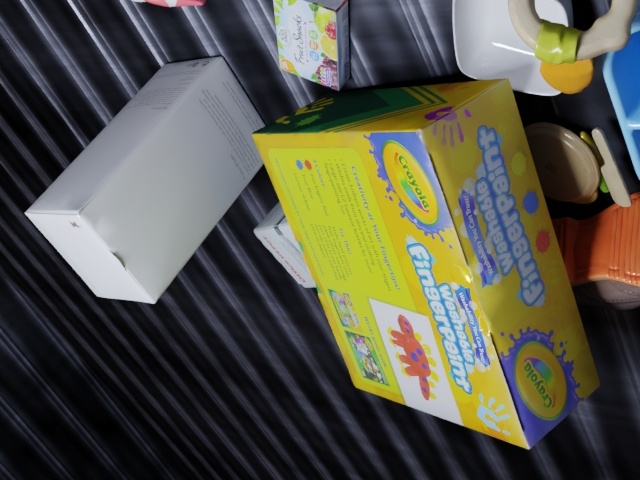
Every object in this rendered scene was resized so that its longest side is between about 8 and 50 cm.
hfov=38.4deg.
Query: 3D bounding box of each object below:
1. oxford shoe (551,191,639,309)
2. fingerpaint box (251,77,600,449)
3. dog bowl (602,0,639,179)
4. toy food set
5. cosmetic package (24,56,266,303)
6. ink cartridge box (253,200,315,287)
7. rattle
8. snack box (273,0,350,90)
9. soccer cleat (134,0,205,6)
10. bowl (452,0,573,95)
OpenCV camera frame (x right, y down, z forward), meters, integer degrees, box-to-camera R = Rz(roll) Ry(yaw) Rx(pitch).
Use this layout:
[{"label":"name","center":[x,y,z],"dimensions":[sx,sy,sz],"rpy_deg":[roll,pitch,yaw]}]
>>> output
[{"label":"oxford shoe","center":[0.419,0.022,1.200],"dimensions":[0.133,0.130,0.363],"rpy_deg":[28,160,-31]},{"label":"fingerpaint box","center":[0.140,0.019,1.257],"dimensions":[0.371,0.163,0.445],"rpy_deg":[8,125,55]},{"label":"dog bowl","center":[0.403,-0.146,0.997],"dimensions":[0.166,0.074,0.297],"rpy_deg":[4,138,42]},{"label":"toy food set","center":[0.312,-0.102,1.198],"dimensions":[0.192,0.038,0.132],"rpy_deg":[4,130,50]},{"label":"cosmetic package","center":[-0.252,-0.100,1.438],"dimensions":[0.155,0.365,0.197],"rpy_deg":[4,136,42]},{"label":"ink cartridge box","center":[0.000,0.000,1.574],"dimensions":[0.153,0.087,0.208],"rpy_deg":[49,154,-19]},{"label":"rattle","center":[0.260,-0.271,0.948],"dimensions":[0.130,0.200,0.143],"rpy_deg":[-17,167,31]},{"label":"snack box","center":[-0.011,-0.282,1.264],"dimensions":[0.100,0.037,0.141],"rpy_deg":[25,148,21]},{"label":"soccer cleat","center":[-0.205,-0.438,1.202],"dimensions":[0.116,0.108,0.318],"rpy_deg":[12,145,1]},{"label":"bowl","center":[0.228,-0.244,1.059],"dimensions":[0.142,0.053,0.142],"rpy_deg":[20,146,27]}]
